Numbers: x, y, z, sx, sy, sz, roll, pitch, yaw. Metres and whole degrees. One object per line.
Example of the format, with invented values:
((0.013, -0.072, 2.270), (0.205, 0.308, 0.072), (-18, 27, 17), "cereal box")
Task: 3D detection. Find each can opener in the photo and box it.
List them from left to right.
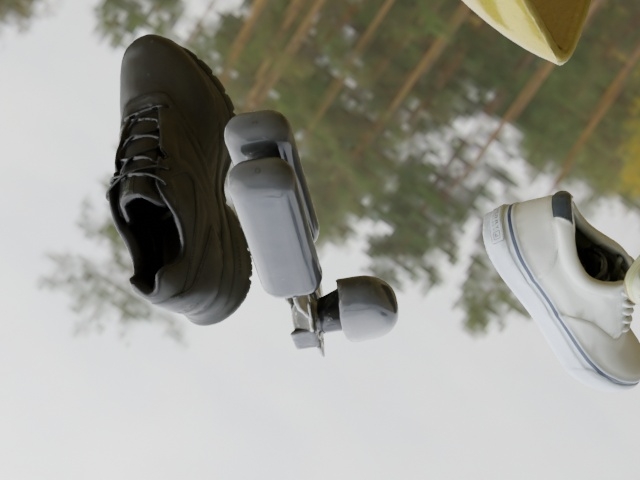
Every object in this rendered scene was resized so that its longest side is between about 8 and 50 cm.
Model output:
((0.000, 0.000, 1.240), (0.283, 0.095, 0.076), (75, -171, -61), "can opener")

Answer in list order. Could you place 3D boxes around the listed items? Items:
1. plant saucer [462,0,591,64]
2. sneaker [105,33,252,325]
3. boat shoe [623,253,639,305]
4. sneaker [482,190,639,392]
((0.110, -0.340, 1.227), (0.332, 0.081, 0.333), (55, -139, -31), "plant saucer")
((-0.143, -0.066, 1.586), (0.130, 0.109, 0.286), (15, -123, -57), "sneaker")
((0.283, -0.004, 1.285), (0.050, 0.135, 0.045), (30, -178, -22), "boat shoe")
((0.242, 0.052, 1.516), (0.258, 0.091, 0.094), (45, -141, -40), "sneaker")
